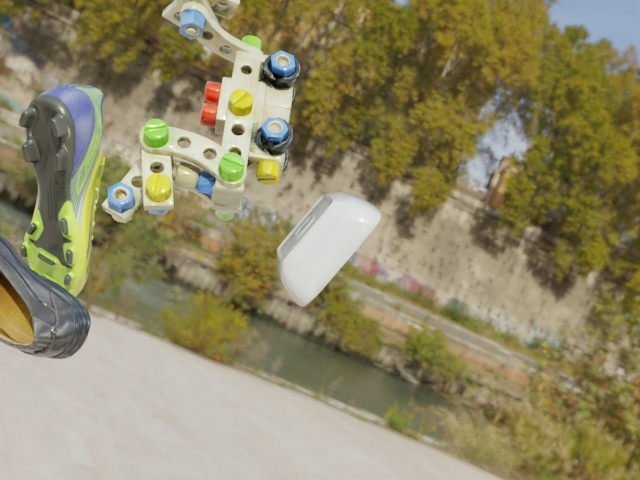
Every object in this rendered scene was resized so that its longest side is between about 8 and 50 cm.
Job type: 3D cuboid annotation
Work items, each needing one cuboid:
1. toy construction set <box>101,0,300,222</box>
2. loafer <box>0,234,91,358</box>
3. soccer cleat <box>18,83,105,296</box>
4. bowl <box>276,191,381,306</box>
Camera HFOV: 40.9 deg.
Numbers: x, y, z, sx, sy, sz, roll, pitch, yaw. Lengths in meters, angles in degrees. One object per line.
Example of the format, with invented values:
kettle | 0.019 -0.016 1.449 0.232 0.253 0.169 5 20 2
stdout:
toy construction set | -0.138 -0.168 1.068 0.215 0.328 0.151 8 -13 -5
loafer | -0.248 0.028 0.620 0.170 0.062 0.061 27 2 11
soccer cleat | -0.302 -0.053 1.054 0.093 0.289 0.121 20 31 18
bowl | 0.000 0.000 0.986 0.053 0.142 0.142 40 4 -12
